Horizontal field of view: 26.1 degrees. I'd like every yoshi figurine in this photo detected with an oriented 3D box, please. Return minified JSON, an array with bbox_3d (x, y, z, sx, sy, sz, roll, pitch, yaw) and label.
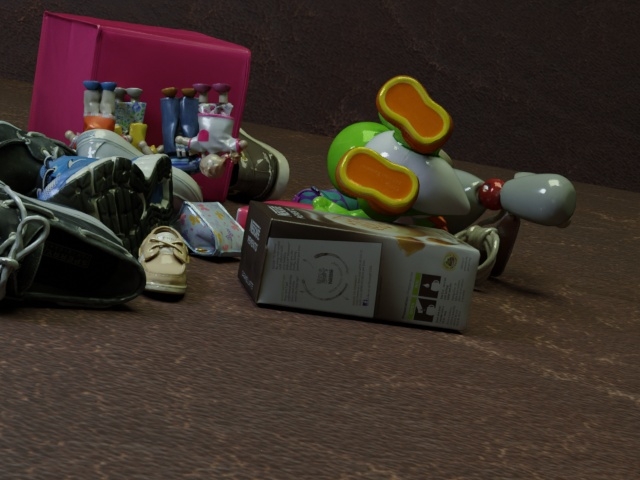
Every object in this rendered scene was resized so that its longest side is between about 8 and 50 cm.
[{"bbox_3d":[0.073,-0.100,1.797,0.203,0.203,0.362,-12,-11,2],"label":"yoshi figurine"}]

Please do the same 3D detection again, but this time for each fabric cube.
[{"bbox_3d":[-0.295,-0.215,2.193,0.258,0.254,0.259,5,11,-31],"label":"fabric cube"}]

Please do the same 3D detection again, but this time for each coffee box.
[{"bbox_3d":[0.040,0.028,1.588,0.246,0.098,0.141,8,8,-14],"label":"coffee box"}]

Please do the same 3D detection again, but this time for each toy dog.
[{"bbox_3d":[0.230,-0.033,2.004,0.161,0.220,0.333,44,-6,-39],"label":"toy dog"}]

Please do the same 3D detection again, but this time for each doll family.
[{"bbox_3d":[-0.234,-0.140,2.008,0.263,0.163,0.118,1,-4,1],"label":"doll family"}]

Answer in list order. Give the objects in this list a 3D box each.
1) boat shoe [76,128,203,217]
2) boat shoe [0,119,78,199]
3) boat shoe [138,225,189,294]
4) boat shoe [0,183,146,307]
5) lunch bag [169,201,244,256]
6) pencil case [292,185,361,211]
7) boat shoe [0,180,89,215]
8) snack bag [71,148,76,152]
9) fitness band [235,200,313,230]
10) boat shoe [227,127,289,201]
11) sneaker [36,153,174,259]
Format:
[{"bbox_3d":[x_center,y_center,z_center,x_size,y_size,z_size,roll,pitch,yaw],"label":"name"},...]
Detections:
[{"bbox_3d":[-0.251,-0.070,1.905,0.079,0.081,0.227,-23,-37,31],"label":"boat shoe"},{"bbox_3d":[-0.383,-0.099,1.802,0.119,0.121,0.335,7,7,7],"label":"boat shoe"},{"bbox_3d":[-0.176,0.019,1.522,0.063,0.059,0.170,9,9,-11],"label":"boat shoe"},{"bbox_3d":[-0.301,0.009,1.305,0.306,0.113,0.105,23,4,-44],"label":"boat shoe"},{"bbox_3d":[-0.138,-0.007,1.741,0.083,0.053,0.071,44,24,24],"label":"lunch bag"},{"bbox_3d":[0.014,-0.054,2.150,0.070,0.064,0.151,41,20,20],"label":"pencil case"},{"bbox_3d":[-0.348,-0.010,1.421,0.254,0.095,0.079,-2,24,-18],"label":"boat shoe"},{"bbox_3d":[-0.580,-0.144,2.041,0.342,0.037,0.323,-1,10,-39],"label":"snack bag"},{"bbox_3d":[0.000,0.000,1.876,0.209,0.054,0.291,16,11,15],"label":"fitness band"},{"bbox_3d":[-0.183,-0.147,2.352,0.096,0.116,0.324,7,15,-40],"label":"boat shoe"},{"bbox_3d":[-0.279,-0.039,1.651,0.147,0.130,0.330,-2,4,8],"label":"sneaker"}]
